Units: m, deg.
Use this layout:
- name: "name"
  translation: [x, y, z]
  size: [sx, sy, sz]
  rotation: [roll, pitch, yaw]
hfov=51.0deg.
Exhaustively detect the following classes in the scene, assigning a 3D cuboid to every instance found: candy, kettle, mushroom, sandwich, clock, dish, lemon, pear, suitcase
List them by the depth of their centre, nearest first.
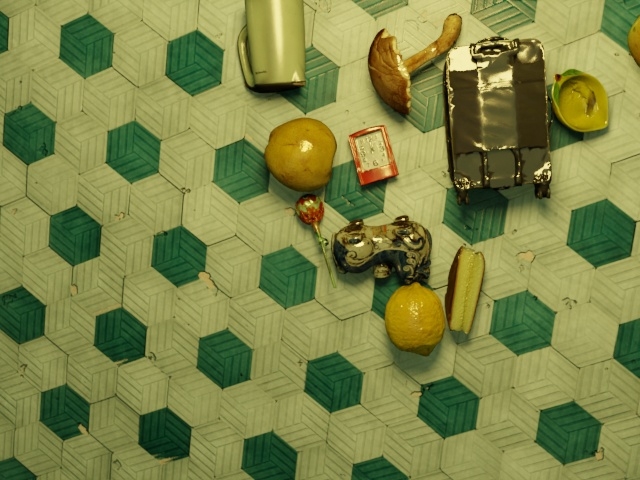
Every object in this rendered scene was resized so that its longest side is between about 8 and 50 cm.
- name: "mushroom"
  translation: [0.250, -0.498, 1.782]
  size: [0.208, 0.233, 0.302]
  rotation: [28, 111, -34]
- name: "suitcase"
  translation: [0.473, -0.320, 1.791]
  size: [0.282, 0.194, 0.434]
  rotation: [-5, 96, 10]
- name: "dish"
  translation: [0.677, -0.370, 1.799]
  size: [0.207, 0.080, 0.149]
  rotation: [41, 84, -13]
- name: "pear"
  translation: [-0.057, -0.244, 1.888]
  size: [0.208, 0.209, 0.209]
  rotation: [1, 97, 9]
- name: "lemon"
  translation: [0.266, 0.222, 1.898]
  size: [0.180, 0.181, 0.193]
  rotation: [-1, 118, 9]
- name: "kettle"
  translation: [-0.141, -0.549, 1.899]
  size: [0.240, 0.165, 0.256]
  rotation: [3, 103, 38]
- name: "sandwich"
  translation: [0.409, 0.138, 1.914]
  size: [0.090, 0.088, 0.245]
  rotation: [9, 94, -1]
- name: "clock"
  translation: [0.152, -0.246, 1.924]
  size: [0.113, 0.061, 0.155]
  rotation: [-15, 91, 11]
- name: "candy"
  translation: [0.001, -0.001, 1.941]
  size: [0.078, 0.084, 0.288]
  rotation: [-13, 80, -29]

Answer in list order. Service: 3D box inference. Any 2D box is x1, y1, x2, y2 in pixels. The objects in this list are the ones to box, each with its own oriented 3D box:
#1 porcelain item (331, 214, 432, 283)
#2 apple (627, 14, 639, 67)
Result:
- name: "porcelain item"
  translation: [0.176, 0.034, 1.926]
  size: [0.287, 0.138, 0.186]
  rotation: [-7, 113, 5]
- name: "apple"
  translation: [0.900, -0.519, 1.678]
  size: [0.226, 0.246, 0.246]
  rotation: [41, 101, 19]
